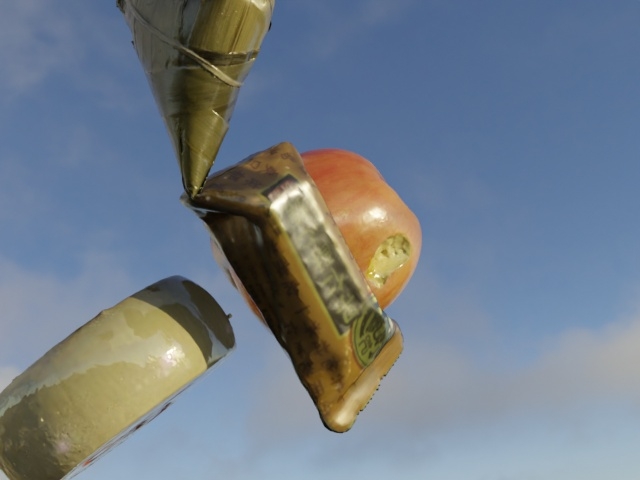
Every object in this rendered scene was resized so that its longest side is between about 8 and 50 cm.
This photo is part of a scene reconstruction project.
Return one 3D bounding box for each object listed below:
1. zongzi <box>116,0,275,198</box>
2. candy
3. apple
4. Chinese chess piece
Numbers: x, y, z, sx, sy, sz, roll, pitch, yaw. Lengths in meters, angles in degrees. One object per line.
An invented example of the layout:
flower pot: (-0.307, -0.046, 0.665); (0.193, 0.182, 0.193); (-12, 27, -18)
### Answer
zongzi: (-0.127, -0.142, 0.674); (0.078, 0.176, 0.160); (6, 16, -46)
candy: (-0.011, 0.039, 0.762); (0.143, 0.271, 0.101); (-38, 11, -37)
apple: (0.000, 0.000, 0.978); (0.241, 0.242, 0.242); (-35, -22, -8)
Chinese chess piece: (-0.209, 0.147, 0.817); (0.273, 0.102, 0.273); (-39, -4, -3)
